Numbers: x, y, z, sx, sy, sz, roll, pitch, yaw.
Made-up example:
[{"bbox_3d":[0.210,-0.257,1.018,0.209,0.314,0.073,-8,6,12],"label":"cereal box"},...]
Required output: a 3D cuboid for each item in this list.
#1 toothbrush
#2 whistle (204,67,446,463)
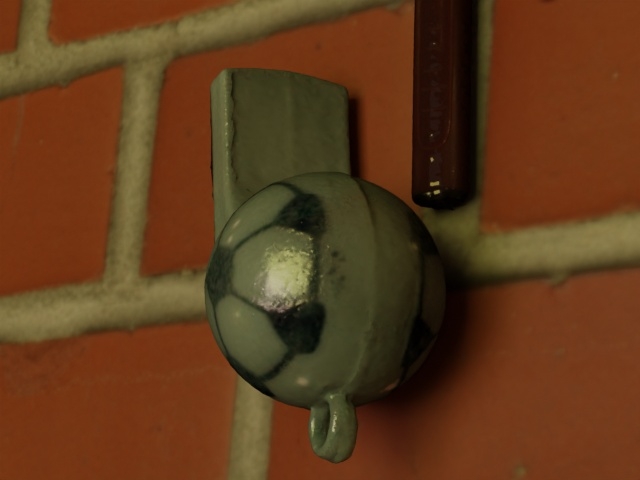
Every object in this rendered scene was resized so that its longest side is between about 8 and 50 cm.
[{"bbox_3d":[0.084,-0.194,1.225,0.041,0.041,0.364,-12,67,37],"label":"toothbrush"},{"bbox_3d":[0.000,0.000,1.148,0.163,0.163,0.289,-20,63,34],"label":"whistle"}]
